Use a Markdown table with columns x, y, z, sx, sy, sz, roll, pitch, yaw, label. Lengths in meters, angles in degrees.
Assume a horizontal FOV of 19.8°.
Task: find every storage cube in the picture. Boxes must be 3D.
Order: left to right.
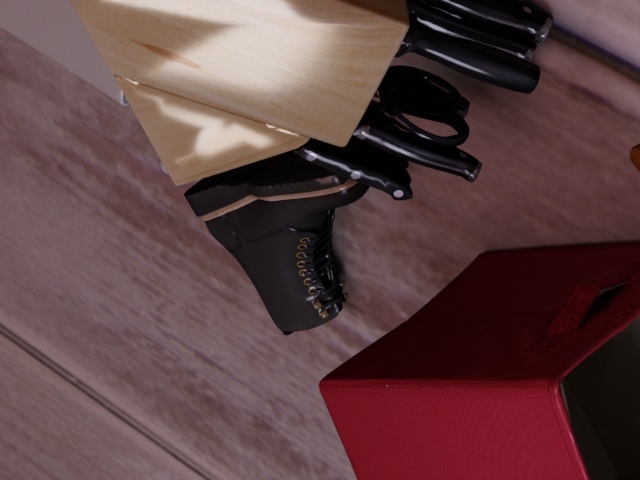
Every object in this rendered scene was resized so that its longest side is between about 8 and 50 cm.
| x | y | z | sx | sy | sz | roll | pitch | yaw | label |
| --- | --- | --- | --- | --- | --- | --- | --- | --- | --- |
| 0.150 | 0.125 | 1.135 | 0.193 | 0.183 | 0.215 | -3 | 115 | 46 | storage cube |

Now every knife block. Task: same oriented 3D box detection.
| x | y | z | sx | sy | sz | roll | pitch | yaw | label |
| --- | --- | --- | --- | --- | --- | --- | --- | --- | --- |
| -0.002 | -0.138 | 1.057 | 0.242 | 0.088 | 0.276 | -19 | 129 | 11 | knife block |

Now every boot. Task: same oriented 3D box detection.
| x | y | z | sx | sy | sz | roll | pitch | yaw | label |
| --- | --- | --- | --- | --- | --- | --- | --- | --- | --- |
| 0.000 | 0.000 | 1.289 | 0.137 | 0.077 | 0.198 | 59 | 153 | -14 | boot |

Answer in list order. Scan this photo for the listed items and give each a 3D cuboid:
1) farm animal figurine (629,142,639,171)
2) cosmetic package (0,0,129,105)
| x | y | z | sx | sy | sz | roll | pitch | yaw | label |
| --- | --- | --- | --- | --- | --- | --- | --- | --- | --- |
| 0.332 | 0.005 | 0.887 | 0.330 | 0.172 | 0.327 | 34 | 157 | 42 | farm animal figurine |
| -0.188 | -0.232 | 1.231 | 0.309 | 0.160 | 0.113 | 31 | 135 | 23 | cosmetic package |
